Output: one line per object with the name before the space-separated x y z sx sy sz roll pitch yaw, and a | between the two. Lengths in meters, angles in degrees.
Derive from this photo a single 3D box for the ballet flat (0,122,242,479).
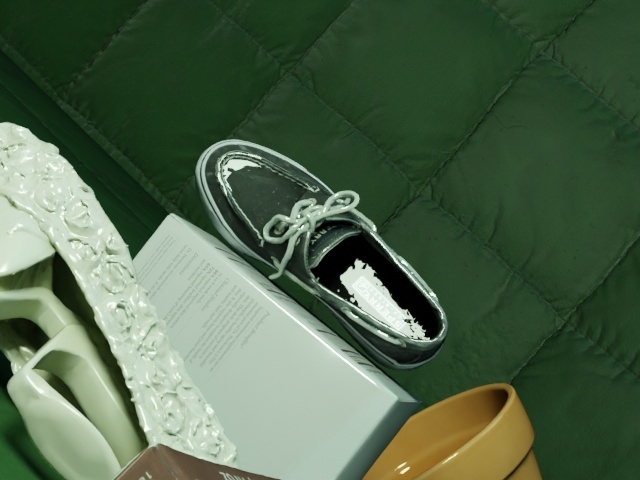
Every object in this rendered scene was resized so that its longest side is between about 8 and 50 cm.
ballet flat | -0.202 0.069 0.721 0.409 0.147 0.147 53 3 11

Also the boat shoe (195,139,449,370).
boat shoe | -0.003 0.003 0.887 0.306 0.113 0.105 47 -14 11

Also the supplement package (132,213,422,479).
supplement package | -0.074 0.145 0.874 0.262 0.199 0.198 38 -1 16

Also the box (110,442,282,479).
box | 0.016 0.292 0.472 0.381 0.143 0.191 45 -1 27

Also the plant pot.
plant pot | 0.163 0.337 1.145 0.203 0.290 0.291 59 1 0
